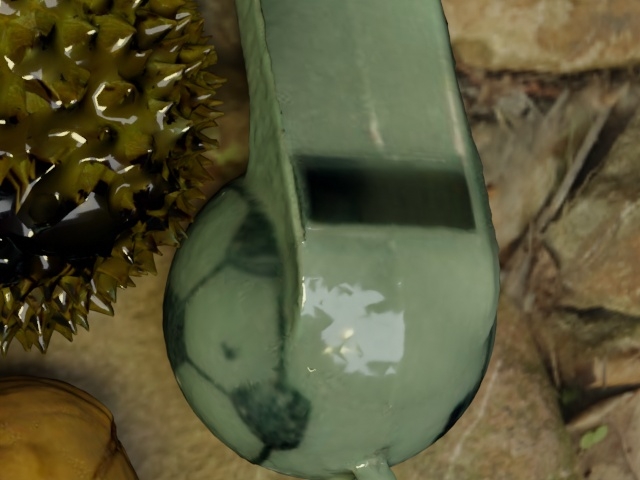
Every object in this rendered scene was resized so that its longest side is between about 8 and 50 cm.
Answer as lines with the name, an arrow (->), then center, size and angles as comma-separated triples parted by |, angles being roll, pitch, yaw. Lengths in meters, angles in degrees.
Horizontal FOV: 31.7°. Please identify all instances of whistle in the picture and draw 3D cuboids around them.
whistle -> 0.000, 0.000, 0.523 | 0.164, 0.163, 0.289 | 7, 63, -32

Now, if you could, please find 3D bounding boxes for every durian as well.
durian -> -0.138, -0.026, 0.419 | 0.193, 0.138, 0.237 | 19, 95, -33

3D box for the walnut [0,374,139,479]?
walnut -> -0.151, 0.141, 0.460 | 0.180, 0.144, 0.144 | -31, 117, -15
